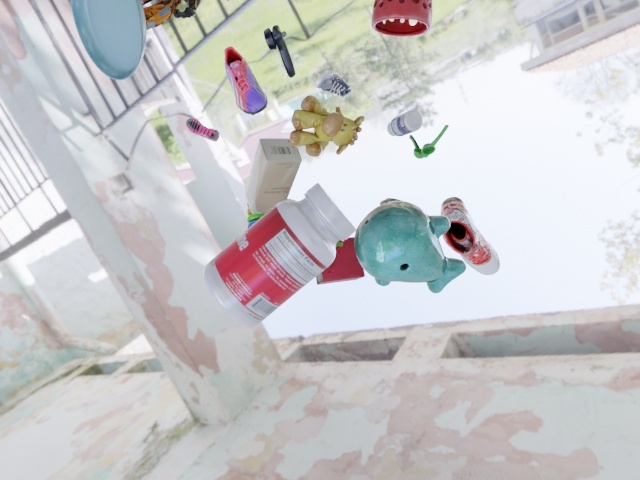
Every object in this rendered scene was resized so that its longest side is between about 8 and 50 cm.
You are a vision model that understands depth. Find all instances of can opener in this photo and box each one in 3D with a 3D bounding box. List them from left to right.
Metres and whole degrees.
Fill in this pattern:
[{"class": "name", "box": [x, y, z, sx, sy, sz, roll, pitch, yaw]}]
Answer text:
[{"class": "can opener", "box": [-0.135, -0.682, 1.632, 0.073, 0.186, 0.059, -11, -147, 29]}]

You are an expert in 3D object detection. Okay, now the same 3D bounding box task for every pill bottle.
[{"class": "pill bottle", "box": [-0.107, 0.033, 1.269, 0.407, 0.229, 0.229, -40, -170, 5]}, {"class": "pill bottle", "box": [0.374, -0.522, 2.035, 0.094, 0.094, 0.169, -31, -168, -21]}]

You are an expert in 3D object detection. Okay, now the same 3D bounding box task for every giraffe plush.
[{"class": "giraffe plush", "box": [0.034, -0.330, 1.355, 0.210, 0.182, 0.170, 1, -163, -34]}]

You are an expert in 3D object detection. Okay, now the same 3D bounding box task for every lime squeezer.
[{"class": "lime squeezer", "box": [0.419, -0.377, 1.776, 0.110, 0.058, 0.310, -67, -166, 0]}]

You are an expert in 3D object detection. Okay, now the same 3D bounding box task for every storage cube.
[{"class": "storage cube", "box": [0.078, 0.095, 2.029, 0.193, 0.184, 0.215, -6, 171, -11]}]

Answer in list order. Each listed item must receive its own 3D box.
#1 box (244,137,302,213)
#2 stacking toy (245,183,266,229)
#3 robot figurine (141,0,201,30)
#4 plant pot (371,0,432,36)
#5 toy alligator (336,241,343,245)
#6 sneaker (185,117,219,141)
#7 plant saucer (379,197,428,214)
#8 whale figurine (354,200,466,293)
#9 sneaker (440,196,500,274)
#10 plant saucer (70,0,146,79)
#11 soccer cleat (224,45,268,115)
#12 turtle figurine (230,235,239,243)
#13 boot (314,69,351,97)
[{"class": "box", "box": [-0.193, -0.249, 1.787, 0.147, 0.121, 0.311, -7, 148, -25]}, {"class": "stacking toy", "box": [-0.264, -0.104, 1.963, 0.141, 0.331, 0.141, -8, 165, -2]}, {"class": "robot figurine", "box": [-0.558, -0.838, 1.555, 0.291, 0.211, 0.085, -39, 180, -17]}, {"class": "plant pot", "box": [0.261, -0.762, 1.433, 0.190, 0.174, 0.191, 2, -173, 0]}, {"class": "toy alligator", "box": [0.000, 0.000, 1.718, 0.189, 0.056, 0.051, 10, 178, 19]}, {"class": "sneaker", "box": [-0.384, -0.357, 1.479, 0.047, 0.119, 0.057, -61, -176, -2]}, {"class": "plant saucer", "box": [0.435, -0.151, 2.307, 0.041, 0.277, 0.278, -66, -163, -4]}, {"class": "whale figurine", "box": [0.200, 0.039, 0.965, 0.216, 0.272, 0.141, -45, -154, 23]}, {"class": "sneaker", "box": [0.405, 0.021, 1.224, 0.090, 0.270, 0.145, -26, -160, 27]}, {"class": "plant saucer", "box": [-0.565, -0.601, 1.216, 0.317, 0.318, 0.043, -16, -168, 43]}, {"class": "soccer cleat", "box": [-0.278, -0.569, 1.611, 0.108, 0.116, 0.318, -24, -126, -3]}, {"class": "turtle figurine", "box": [-0.171, 0.095, 1.521, 0.274, 0.198, 0.266, 5, 169, -8]}, {"class": "boot", "box": [0.050, -0.540, 1.570, 0.069, 0.086, 0.190, -51, 177, 32]}]
